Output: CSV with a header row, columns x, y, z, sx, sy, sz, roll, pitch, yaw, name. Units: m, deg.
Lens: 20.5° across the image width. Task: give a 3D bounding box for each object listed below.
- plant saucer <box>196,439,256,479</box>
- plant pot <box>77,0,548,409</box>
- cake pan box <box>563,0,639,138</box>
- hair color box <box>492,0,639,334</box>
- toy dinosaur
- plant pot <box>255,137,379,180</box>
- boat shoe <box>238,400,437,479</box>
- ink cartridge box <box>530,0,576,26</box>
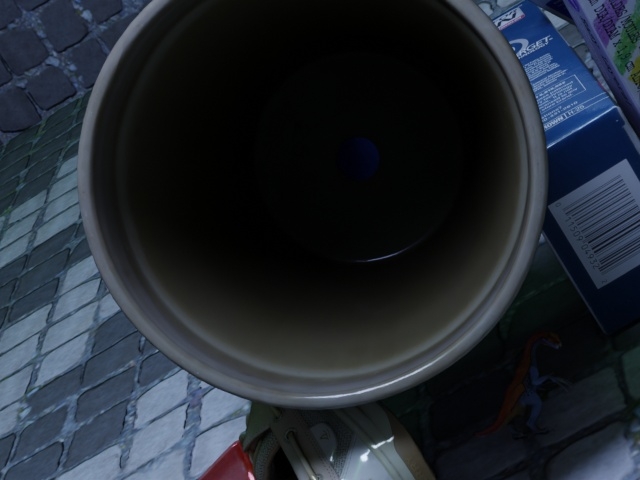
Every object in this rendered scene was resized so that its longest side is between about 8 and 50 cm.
x,y,z,sx,sy,sz,roll,pitch,yaw,name
-0.069,0.266,1.378,0.259,0.048,0.258,-44,22,-26,plant saucer
0.014,-0.057,1.326,0.323,0.323,0.280,-30,0,11,plant pot
0.344,-0.196,1.456,0.245,0.267,0.070,-33,26,0,cake pan box
0.212,-0.077,1.525,0.105,0.174,0.347,-31,21,7,hair color box
0.159,0.108,1.346,0.047,0.090,0.082,-25,65,50,toy dinosaur
0.000,0.000,1.612,0.236,0.236,0.212,-38,15,-9,plant pot
-0.017,0.146,1.354,0.098,0.109,0.302,-37,26,-10,boat shoe
0.310,-0.257,1.649,0.175,0.069,0.371,-25,-13,23,ink cartridge box
